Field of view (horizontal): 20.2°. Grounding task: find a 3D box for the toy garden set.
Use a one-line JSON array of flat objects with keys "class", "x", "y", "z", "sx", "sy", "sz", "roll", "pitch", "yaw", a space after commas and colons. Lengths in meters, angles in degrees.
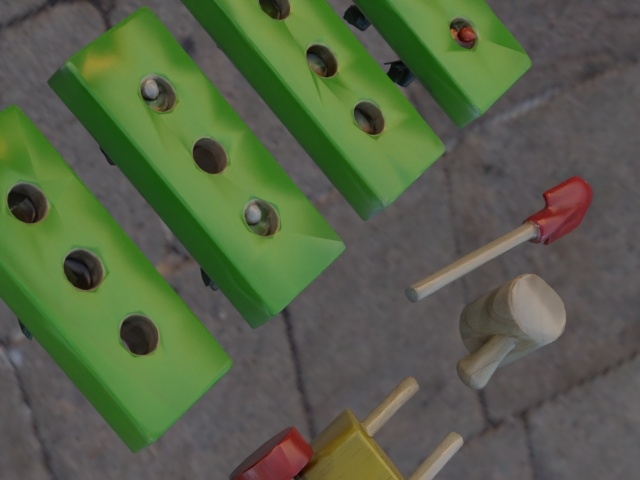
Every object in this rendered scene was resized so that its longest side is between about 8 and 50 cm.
[{"class": "toy garden set", "x": 0.000, "y": 0.000, "z": 0.633, "sx": 0.204, "sy": 0.049, "sz": 0.244, "roll": 50, "pitch": 49, "yaw": -5}]
